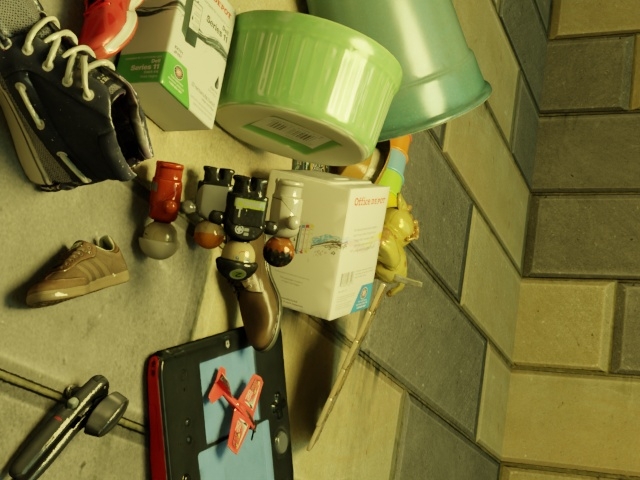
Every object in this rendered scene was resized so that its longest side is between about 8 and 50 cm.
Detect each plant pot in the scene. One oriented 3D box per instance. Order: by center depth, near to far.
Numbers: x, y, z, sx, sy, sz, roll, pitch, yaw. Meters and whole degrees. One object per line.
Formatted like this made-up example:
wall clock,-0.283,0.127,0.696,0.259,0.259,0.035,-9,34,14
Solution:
plant pot,0.128,-0.405,1.883,0.341,0.341,0.334,-47,124,-55

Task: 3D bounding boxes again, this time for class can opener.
can opener,-0.325,0.239,1.228,0.186,0.073,0.059,-43,137,-45

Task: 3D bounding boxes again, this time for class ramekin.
ramekin,-0.030,-0.234,1.565,0.303,0.303,0.148,36,67,-60

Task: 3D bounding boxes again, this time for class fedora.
fedora,0.068,-0.149,1.973,0.079,0.194,0.194,30,56,-17

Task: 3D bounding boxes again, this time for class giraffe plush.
giraffe plush,0.132,-0.007,2.005,0.181,0.210,0.170,118,-6,-55

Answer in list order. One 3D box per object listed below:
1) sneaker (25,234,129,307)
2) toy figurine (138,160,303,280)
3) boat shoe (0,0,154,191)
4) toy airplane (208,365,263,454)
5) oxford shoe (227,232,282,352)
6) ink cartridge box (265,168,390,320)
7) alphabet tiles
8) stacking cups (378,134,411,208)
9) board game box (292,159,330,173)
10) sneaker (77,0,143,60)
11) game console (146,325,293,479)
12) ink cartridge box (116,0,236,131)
sneaker,-0.319,0.039,1.245,0.188,0.066,0.071,-19,91,-69
toy figurine,-0.140,-0.029,1.433,0.209,0.213,0.148,-3,103,-67
boat shoe,-0.308,-0.212,1.128,0.127,0.158,0.341,-61,143,-45
toy airplane,-0.137,0.264,1.551,0.151,0.028,0.151,27,60,-61
oxford shoe,-0.124,0.075,1.615,0.096,0.082,0.227,10,64,-52
ink cartridge box,0.000,0.000,1.722,0.171,0.168,0.233,-8,110,-63
alphabet tiles,0.055,0.240,1.879,0.285,0.011,0.343,40,74,-83
stacking cups,0.152,-0.160,2.191,0.096,0.096,0.316,63,34,-45
board game box,-0.019,-0.103,1.893,0.126,0.026,0.186,12,80,-64
sneaker,-0.296,-0.334,1.264,0.128,0.087,0.221,56,29,-38
game console,-0.152,0.322,1.591,0.386,0.060,0.342,-9,99,-65
ink cartridge box,-0.208,-0.285,1.417,0.153,0.086,0.208,41,54,-59
